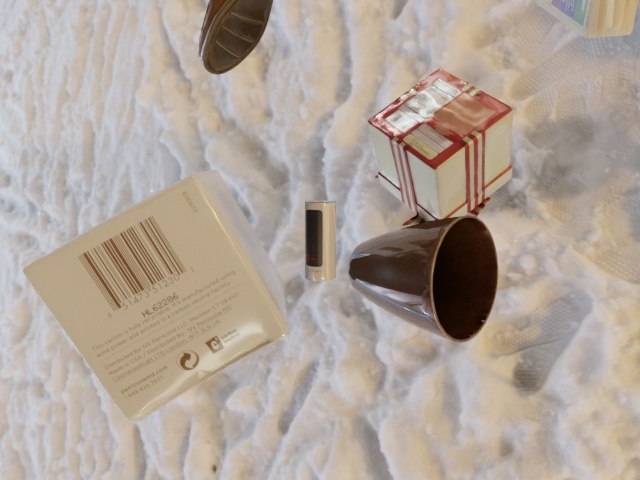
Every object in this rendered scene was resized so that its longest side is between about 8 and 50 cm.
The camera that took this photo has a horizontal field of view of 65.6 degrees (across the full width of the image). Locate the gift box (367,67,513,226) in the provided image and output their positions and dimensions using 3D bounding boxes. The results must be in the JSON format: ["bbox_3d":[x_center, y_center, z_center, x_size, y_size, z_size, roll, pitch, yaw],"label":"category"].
[{"bbox_3d":[0.254,-0.188,1.134,0.276,0.258,0.255,-34,53,-5],"label":"gift box"}]

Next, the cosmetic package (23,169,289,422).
[{"bbox_3d":[-0.286,0.073,1.010,0.329,0.393,0.327,-30,102,-1],"label":"cosmetic package"}]

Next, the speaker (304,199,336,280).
[{"bbox_3d":[0.000,0.000,0.853,0.055,0.055,0.136,8,101,41],"label":"speaker"}]

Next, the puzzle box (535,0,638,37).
[{"bbox_3d":[0.316,-0.461,0.543,0.052,0.272,0.408,1,123,10],"label":"puzzle box"}]

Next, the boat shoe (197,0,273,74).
[{"bbox_3d":[-0.156,-0.475,0.956,0.104,0.111,0.307,44,110,28],"label":"boat shoe"}]

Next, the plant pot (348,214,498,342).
[{"bbox_3d":[0.169,0.061,0.918,0.230,0.215,0.215,3,84,46],"label":"plant pot"}]
